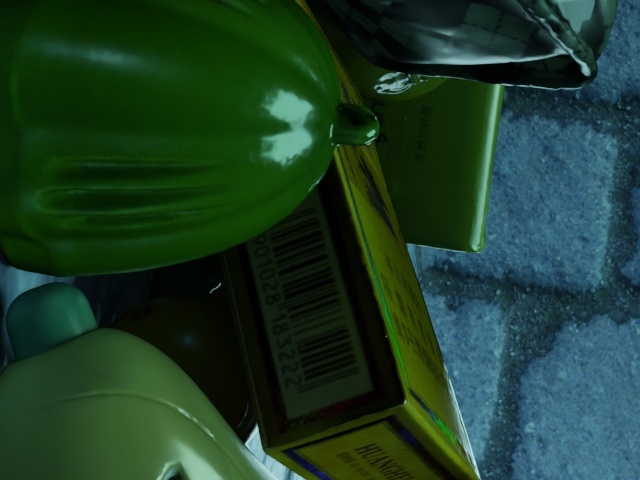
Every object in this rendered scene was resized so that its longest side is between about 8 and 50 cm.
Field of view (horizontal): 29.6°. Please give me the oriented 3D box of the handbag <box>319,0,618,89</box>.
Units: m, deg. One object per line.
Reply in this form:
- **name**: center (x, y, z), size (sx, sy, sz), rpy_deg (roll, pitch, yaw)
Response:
- **handbag**: center (0.056, -0.317, 0.555), size (0.316, 0.180, 0.416), rpy_deg (27, 74, -53)

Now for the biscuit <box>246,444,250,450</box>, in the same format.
- **biscuit**: center (-0.063, 0.078, 0.954), size (0.151, 0.063, 0.235), rpy_deg (83, 16, -60)

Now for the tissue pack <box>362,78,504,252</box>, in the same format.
- **tissue pack**: center (0.074, -0.143, 1.137), size (0.167, 0.200, 0.275), rpy_deg (-43, 141, -77)

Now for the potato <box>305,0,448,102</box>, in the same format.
- **potato**: center (0.040, -0.201, 0.926), size (0.253, 0.186, 0.149), rpy_deg (62, 15, -55)

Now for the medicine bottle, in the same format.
- **medicine bottle**: center (-0.081, 0.011, 0.817), size (0.057, 0.057, 0.199), rpy_deg (61, 38, -74)

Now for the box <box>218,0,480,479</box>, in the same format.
- **box**: center (0.000, 0.000, 0.738), size (0.193, 0.084, 0.301), rpy_deg (53, 20, -61)

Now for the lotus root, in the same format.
- **lotus root**: center (-0.054, -0.064, 0.575), size (0.186, 0.186, 0.186), rpy_deg (9, 90, -80)

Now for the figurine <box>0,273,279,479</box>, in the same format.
- **figurine**: center (-0.074, 0.128, 0.673), size (0.324, 0.124, 0.222), rpy_deg (43, 28, -64)
